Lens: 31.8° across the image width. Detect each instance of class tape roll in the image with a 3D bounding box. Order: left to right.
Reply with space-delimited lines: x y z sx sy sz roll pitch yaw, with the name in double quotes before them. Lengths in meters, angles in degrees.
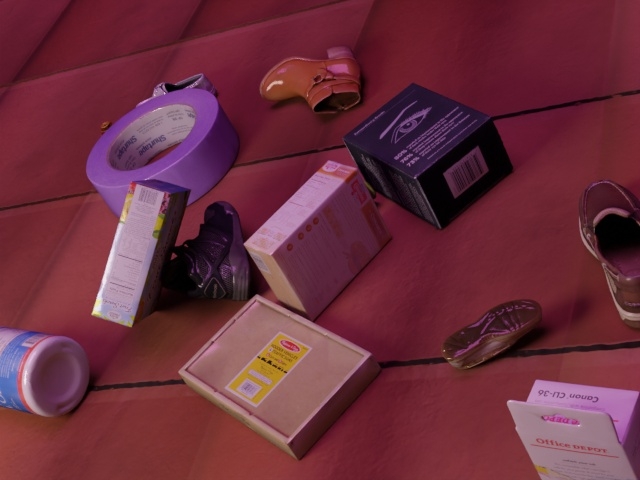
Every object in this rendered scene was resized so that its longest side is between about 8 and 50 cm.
"tape roll" -0.290 -0.160 2.069 0.275 0.090 0.275 -20 37 16

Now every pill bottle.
"pill bottle" -0.472 0.198 1.735 0.221 0.124 0.124 3 47 39

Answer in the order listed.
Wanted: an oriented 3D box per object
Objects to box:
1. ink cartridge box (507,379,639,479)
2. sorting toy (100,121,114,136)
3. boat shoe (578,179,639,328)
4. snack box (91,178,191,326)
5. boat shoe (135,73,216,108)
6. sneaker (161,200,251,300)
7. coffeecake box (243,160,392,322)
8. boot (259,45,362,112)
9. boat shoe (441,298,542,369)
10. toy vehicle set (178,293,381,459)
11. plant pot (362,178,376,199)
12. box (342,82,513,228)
"ink cartridge box" 0.275 0.207 1.135 0.115 0.198 0.067 2 47 36
"sorting toy" -0.405 -0.224 2.266 0.102 0.042 0.061 -12 39 23
"boat shoe" 0.380 -0.010 1.410 0.095 0.095 0.257 -23 36 10
"snack box" -0.268 0.014 1.703 0.070 0.207 0.174 16 4 2
"boat shoe" -0.300 -0.289 2.252 0.184 0.063 0.066 -9 40 25
"sneaker" -0.186 0.011 1.761 0.130 0.087 0.227 0 38 -13
"coffeecake box" 0.000 0.000 1.625 0.185 0.142 0.068 -45 39 -21
"boot" -0.019 -0.272 2.032 0.197 0.073 0.152 -24 40 14
"boat shoe" 0.218 0.119 1.411 0.135 0.045 0.050 -26 46 10
"toy vehicle set" -0.061 0.179 1.543 0.166 0.035 0.267 -44 38 -19
"plant pot" 0.032 -0.056 1.738 0.083 0.083 0.079 14 68 44
"box" 0.159 -0.133 1.703 0.153 0.108 0.207 -38 36 -11
